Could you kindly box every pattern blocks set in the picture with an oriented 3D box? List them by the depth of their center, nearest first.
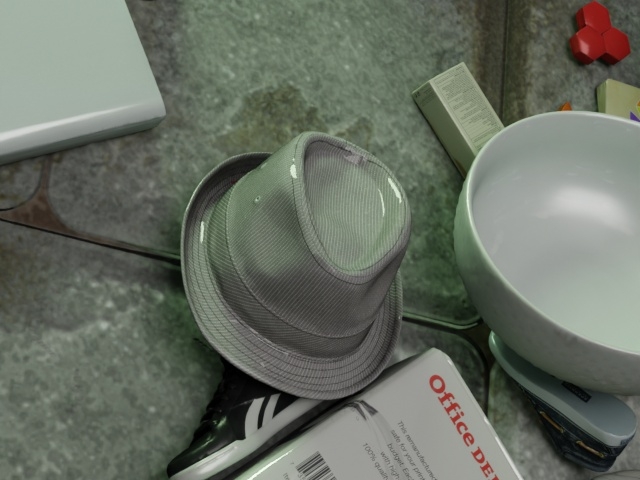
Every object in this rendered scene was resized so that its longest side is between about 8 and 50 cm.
[{"bbox_3d":[0.386,-0.100,1.638,0.285,0.026,0.324,23,64,-19],"label":"pattern blocks set"}]

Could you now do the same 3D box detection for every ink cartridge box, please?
[{"bbox_3d":[0.042,0.255,1.289,0.273,0.115,0.198,-30,89,-32],"label":"ink cartridge box"}]

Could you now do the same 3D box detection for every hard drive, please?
[{"bbox_3d":[-0.341,-0.178,1.280,0.353,0.047,0.233,-17,82,-31],"label":"hard drive"}]

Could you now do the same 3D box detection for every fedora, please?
[{"bbox_3d":[0.000,0.000,1.304,0.244,0.124,0.275,30,41,-13],"label":"fedora"}]

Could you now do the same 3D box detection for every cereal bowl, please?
[{"bbox_3d":[0.291,0.028,1.439,0.339,0.141,0.339,9,47,-10],"label":"cereal bowl"}]

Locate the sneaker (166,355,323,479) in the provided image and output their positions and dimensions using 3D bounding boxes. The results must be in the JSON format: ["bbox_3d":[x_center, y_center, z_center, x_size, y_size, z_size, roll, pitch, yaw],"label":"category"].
[{"bbox_3d":[-0.084,0.136,1.293,0.217,0.079,0.121,-31,86,-40],"label":"sneaker"}]

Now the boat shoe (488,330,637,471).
[{"bbox_3d":[0.243,0.167,1.457,0.065,0.083,0.183,-34,63,-32],"label":"boat shoe"}]

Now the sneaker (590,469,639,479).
[{"bbox_3d":[0.326,0.361,1.422,0.121,0.099,0.262,1,65,-19],"label":"sneaker"}]

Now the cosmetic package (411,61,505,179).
[{"bbox_3d":[0.158,-0.131,1.523,0.060,0.041,0.115,-29,88,-32],"label":"cosmetic package"}]
